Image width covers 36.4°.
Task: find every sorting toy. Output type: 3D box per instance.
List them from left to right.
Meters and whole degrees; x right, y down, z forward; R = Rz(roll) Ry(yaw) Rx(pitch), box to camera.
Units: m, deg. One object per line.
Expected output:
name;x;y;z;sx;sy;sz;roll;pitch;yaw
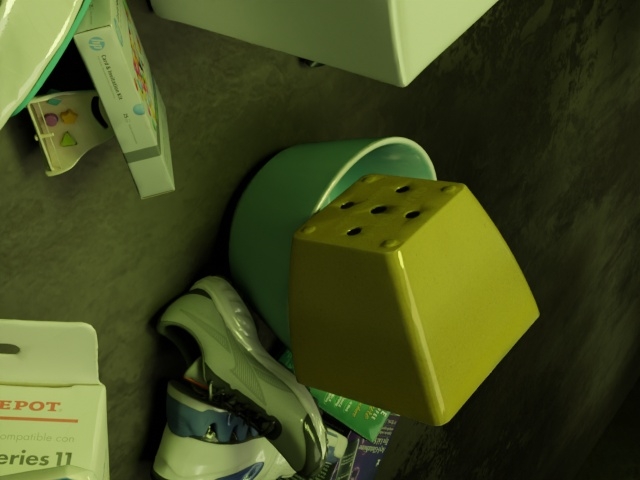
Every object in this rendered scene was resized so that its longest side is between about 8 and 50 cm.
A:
sorting toy;-0.233;-0.112;0.912;0.075;0.045;0.083;-14;130;-6

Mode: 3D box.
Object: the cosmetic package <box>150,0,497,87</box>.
cosmetic package;0.041;-0.411;0.906;0.394;0.329;0.327;-45;141;-31

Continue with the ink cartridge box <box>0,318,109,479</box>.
ink cartridge box;-0.288;0.225;0.830;0.119;0.207;0.353;-95;-170;-48

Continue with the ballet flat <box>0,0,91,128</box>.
ballet flat;-0.308;-0.117;0.769;0.400;0.139;0.139;-62;147;-5

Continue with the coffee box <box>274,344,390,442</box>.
coffee box;0.026;0.195;1.398;0.113;0.184;0.040;-58;-171;-15

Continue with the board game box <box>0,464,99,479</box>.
board game box;-0.309;0.346;0.824;0.050;0.390;0.390;-94;170;-46

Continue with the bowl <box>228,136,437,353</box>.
bowl;0.000;0.000;1.241;0.311;0.163;0.311;-32;132;-43

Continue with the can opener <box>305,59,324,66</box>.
can opener;0.043;-0.285;1.250;0.186;0.073;0.059;-42;100;-40

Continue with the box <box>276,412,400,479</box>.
box;0.014;0.337;1.509;0.153;0.108;0.207;22;89;-58

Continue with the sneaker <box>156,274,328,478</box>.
sneaker;-0.093;0.173;1.152;0.108;0.271;0.100;-32;168;-36

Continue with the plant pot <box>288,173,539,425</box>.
plant pot;0.085;0.044;1.071;0.212;0.212;0.187;-40;125;-36

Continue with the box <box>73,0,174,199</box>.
box;-0.184;-0.155;0.913;0.038;0.145;0.186;-16;132;0

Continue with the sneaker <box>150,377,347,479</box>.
sneaker;-0.119;0.294;1.294;0.315;0.127;0.182;22;93;-51
